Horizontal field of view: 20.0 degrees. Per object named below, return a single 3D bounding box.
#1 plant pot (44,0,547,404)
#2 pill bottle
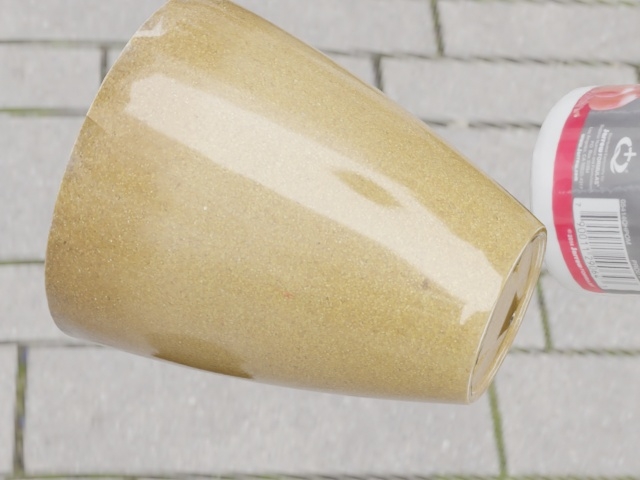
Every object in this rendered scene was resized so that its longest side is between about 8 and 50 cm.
[{"bbox_3d":[0.000,0.000,1.120,0.254,0.237,0.237,23,52,15],"label":"plant pot"},{"bbox_3d":[0.339,-0.037,1.414,0.319,0.176,0.176,2,42,37],"label":"pill bottle"}]
